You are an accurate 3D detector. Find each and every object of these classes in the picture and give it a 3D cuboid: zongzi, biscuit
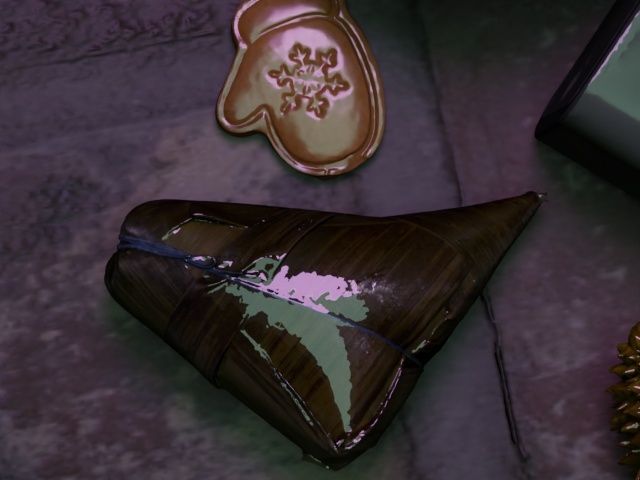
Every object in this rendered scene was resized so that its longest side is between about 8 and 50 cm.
[{"bbox_3d":[0.000,0.000,1.220,0.221,0.112,0.242,37,80,2],"label":"zongzi"},{"bbox_3d":[-0.018,-0.107,1.264,0.118,0.023,0.140,-27,88,-2],"label":"biscuit"}]

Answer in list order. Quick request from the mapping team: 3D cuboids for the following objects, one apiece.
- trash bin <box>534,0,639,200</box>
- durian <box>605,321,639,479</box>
[{"bbox_3d":[0.345,-0.071,1.196,0.343,0.158,0.223,34,88,1],"label":"trash bin"},{"bbox_3d":[0.334,0.162,1.189,0.306,0.172,0.166,5,68,12],"label":"durian"}]
